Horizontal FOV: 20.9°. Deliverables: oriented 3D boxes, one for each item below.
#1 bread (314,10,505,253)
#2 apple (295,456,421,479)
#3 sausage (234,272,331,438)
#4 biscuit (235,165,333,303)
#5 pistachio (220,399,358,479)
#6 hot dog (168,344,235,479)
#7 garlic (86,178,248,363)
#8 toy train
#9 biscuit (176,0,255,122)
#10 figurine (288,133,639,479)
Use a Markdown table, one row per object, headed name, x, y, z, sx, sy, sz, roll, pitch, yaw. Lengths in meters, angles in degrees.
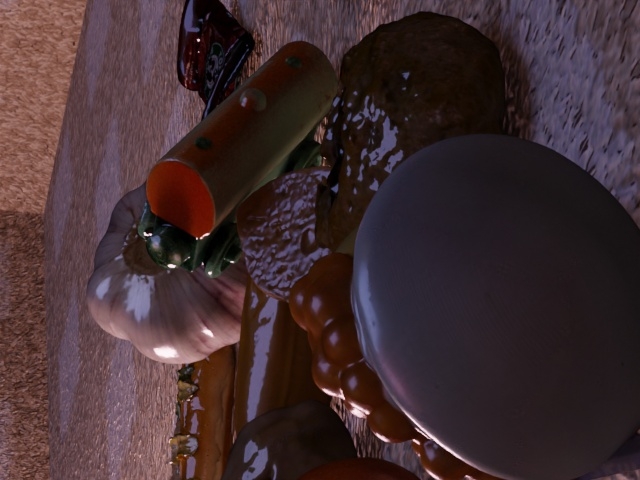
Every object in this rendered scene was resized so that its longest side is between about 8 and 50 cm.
| name | x | y | z | sx | sy | sz | roll | pitch | yaw |
| --- | --- | --- | --- | --- | --- | --- | --- | --- | --- |
| bread | 0.065 | -0.074 | 1.387 | 0.230 | 0.123 | 0.230 | -173 | 90 | -78 |
| apple | 0.025 | 0.259 | 1.407 | 0.163 | 0.139 | 0.163 | -174 | 90 | -77 |
| sausage | -0.035 | 0.130 | 1.722 | 0.112 | 0.112 | 0.328 | 177 | 101 | -74 |
| biscuit | 0.000 | 0.000 | 1.628 | 0.220 | 0.029 | 0.142 | 24 | 90 | 43 |
| pistachio | -0.028 | 0.258 | 1.623 | 0.137 | 0.153 | 0.238 | 21 | 112 | 32 |
| hot dog | -0.152 | 0.239 | 2.182 | 0.109 | 0.072 | 0.269 | 152 | 121 | -69 |
| garlic | -0.146 | 0.038 | 2.080 | 0.253 | 0.245 | 0.245 | 40 | -134 | -63 |
| toy train | -0.081 | -0.088 | 1.769 | 0.285 | 0.116 | 0.177 | -46 | -19 | -40 |
| biscuit | -0.140 | -0.236 | 2.306 | 0.235 | 0.063 | 0.151 | -120 | 38 | -60 |
| figurine | 0.084 | 0.029 | 1.131 | 0.205 | 0.224 | 0.382 | -63 | 14 | 1 |
